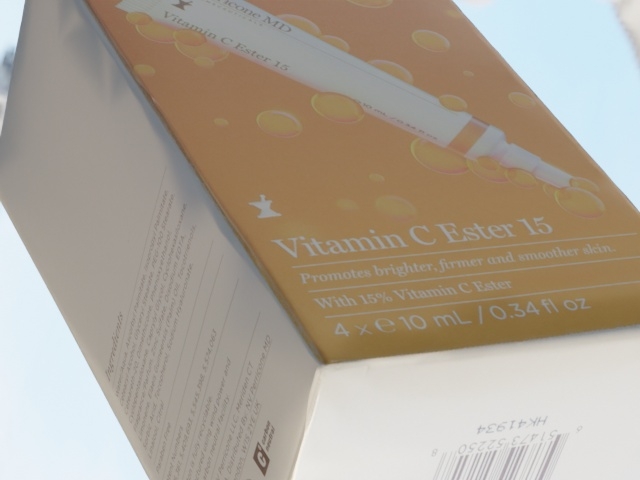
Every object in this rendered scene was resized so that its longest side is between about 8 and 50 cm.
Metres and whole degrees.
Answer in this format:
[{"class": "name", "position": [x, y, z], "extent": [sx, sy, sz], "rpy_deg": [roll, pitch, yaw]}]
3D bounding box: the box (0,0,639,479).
[{"class": "box", "position": [0.000, 0.000, 0.968], "extent": [0.345, 0.215, 0.168], "rpy_deg": [54, -41, 41]}]
